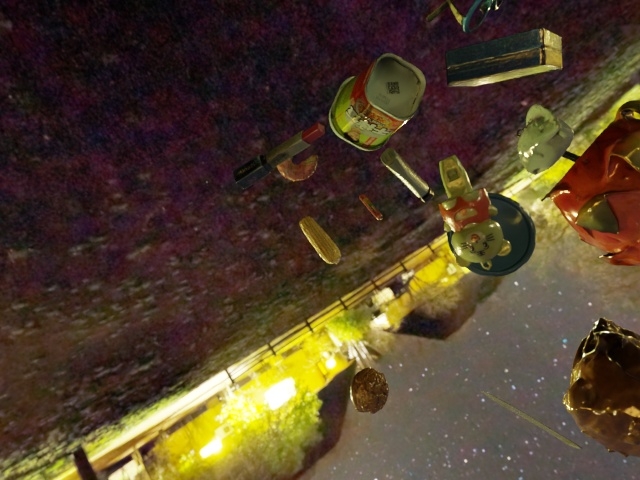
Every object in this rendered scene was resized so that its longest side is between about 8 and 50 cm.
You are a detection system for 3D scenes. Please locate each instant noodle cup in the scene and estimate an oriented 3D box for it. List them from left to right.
[{"bbox_3d":[0.209,-0.499,1.553,0.293,0.294,0.308,-32,-173,-15],"label":"instant noodle cup"}]

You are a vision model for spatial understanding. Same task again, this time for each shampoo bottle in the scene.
[{"bbox_3d":[0.431,-0.301,2.082,0.078,0.134,0.359,-40,130,19],"label":"shampoo bottle"}]

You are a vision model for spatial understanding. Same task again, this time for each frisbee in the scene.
[{"bbox_3d":[0.567,-0.019,1.446,0.289,0.290,0.049,-35,168,-2],"label":"frisbee"}]

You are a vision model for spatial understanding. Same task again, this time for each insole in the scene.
[{"bbox_3d":[0.625,0.534,1.289,0.007,0.322,0.109,-58,175,-13],"label":"insole"}]

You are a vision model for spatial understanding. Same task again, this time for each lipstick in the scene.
[{"bbox_3d":[-0.123,-0.258,1.294,0.312,0.051,0.051,-29,147,15],"label":"lipstick"}]

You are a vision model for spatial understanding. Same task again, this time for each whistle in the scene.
[{"bbox_3d":[0.355,-0.065,1.038,0.131,0.289,0.106,-21,179,28],"label":"whistle"}]

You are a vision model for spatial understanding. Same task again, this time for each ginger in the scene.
[{"bbox_3d":[0.603,0.298,0.847,0.269,0.200,0.223,5,110,-64],"label":"ginger"}]

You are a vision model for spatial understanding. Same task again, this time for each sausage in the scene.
[{"bbox_3d":[0.216,-0.147,1.862,0.029,0.223,0.030,-11,126,-15],"label":"sausage"}]

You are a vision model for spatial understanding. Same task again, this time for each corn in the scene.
[{"bbox_3d":[0.000,0.000,1.533,0.067,0.206,0.067,-35,167,-9],"label":"corn"}]

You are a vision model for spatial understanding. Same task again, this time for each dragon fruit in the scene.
[{"bbox_3d":[0.471,-0.064,0.625,0.224,0.227,0.224,-37,146,-30],"label":"dragon fruit"}]

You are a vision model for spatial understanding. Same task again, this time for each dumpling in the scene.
[{"bbox_3d":[0.550,-0.261,1.091,0.104,0.149,0.217,-37,162,-4],"label":"dumpling"}]

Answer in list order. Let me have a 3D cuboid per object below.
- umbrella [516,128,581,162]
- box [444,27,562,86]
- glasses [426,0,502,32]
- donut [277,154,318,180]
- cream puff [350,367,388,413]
[{"bbox_3d":[0.689,-0.256,1.255,0.044,0.269,0.044,-30,142,-24],"label":"umbrella"},{"bbox_3d":[0.568,-0.557,1.332,0.278,0.117,0.261,3,-164,38],"label":"box"},{"bbox_3d":[0.405,-0.647,1.184,0.239,0.102,0.206,-45,-150,-20],"label":"glasses"},{"bbox_3d":[-0.093,-0.275,1.640,0.165,0.065,0.117,5,114,-12],"label":"donut"},{"bbox_3d":[0.162,0.479,1.377,0.103,0.144,0.126,-14,166,41],"label":"cream puff"}]
